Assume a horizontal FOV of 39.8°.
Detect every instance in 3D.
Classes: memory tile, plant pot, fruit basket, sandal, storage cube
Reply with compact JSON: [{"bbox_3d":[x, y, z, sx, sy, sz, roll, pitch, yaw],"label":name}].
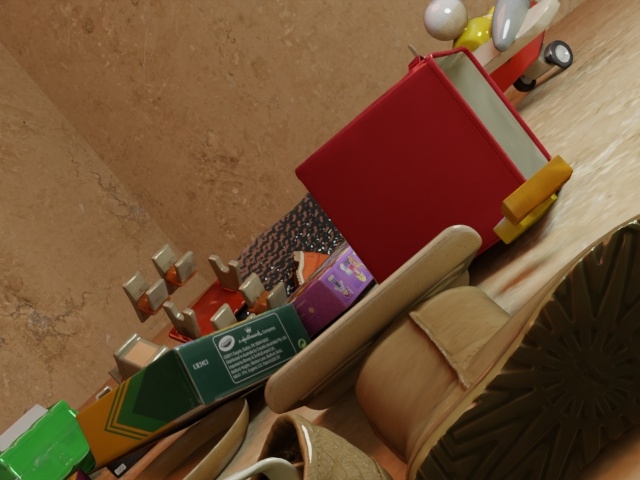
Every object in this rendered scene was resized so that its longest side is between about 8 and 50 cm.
[{"bbox_3d":[0.095,0.045,1.237,0.113,0.012,0.148,-35,8,45],"label":"memory tile"},{"bbox_3d":[-0.168,0.277,1.044,0.236,0.032,0.236,-39,5,4],"label":"plant pot"},{"bbox_3d":[-0.577,0.460,1.656,0.353,0.165,0.327,-40,4,34],"label":"fruit basket"},{"bbox_3d":[0.003,0.000,1.613,0.445,0.168,0.107,-49,-31,-21],"label":"sandal"},{"bbox_3d":[0.123,-0.075,0.962,0.193,0.215,0.184,-39,-2,25],"label":"storage cube"}]

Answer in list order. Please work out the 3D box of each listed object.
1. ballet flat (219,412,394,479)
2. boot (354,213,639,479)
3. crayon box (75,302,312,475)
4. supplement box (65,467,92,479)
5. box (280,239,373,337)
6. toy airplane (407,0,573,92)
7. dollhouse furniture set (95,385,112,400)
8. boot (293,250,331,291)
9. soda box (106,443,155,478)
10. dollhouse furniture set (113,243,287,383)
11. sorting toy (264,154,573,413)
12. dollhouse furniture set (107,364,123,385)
[{"bbox_3d":[-0.071,0.209,0.439,0.116,0.124,0.342,-35,8,46],"label":"ballet flat"},{"bbox_3d":[0.121,0.059,0.563,0.236,0.089,0.269,-39,4,1],"label":"boot"},{"bbox_3d":[-0.183,0.202,1.184,0.203,0.083,0.323,-18,-13,-48],"label":"crayon box"},{"bbox_3d":[-0.360,0.393,1.135,0.188,0.081,0.104,-41,5,-11],"label":"supplement box"},{"bbox_3d":[0.030,0.049,1.296,0.201,0.057,0.293,-42,2,42],"label":"box"},{"bbox_3d":[0.285,-0.344,1.723,0.386,0.272,0.384,-38,6,17],"label":"toy airplane"},{"bbox_3d":[-0.360,0.322,1.557,0.091,0.114,0.081,-41,9,-31],"label":"dollhouse furniture set"},{"bbox_3d":[-0.002,0.068,1.452,0.158,0.085,0.059,-94,7,-55],"label":"boot"},{"bbox_3d":[-0.290,0.312,1.459,0.169,0.053,0.060,-41,5,-19],"label":"soda box"},{"bbox_3d":[-0.209,0.152,1.448,0.262,0.135,0.259,16,49,33],"label":"dollhouse furniture set"},{"bbox_3d":[0.085,0.042,0.785,0.307,0.041,0.229,-40,-14,-1],"label":"sorting toy"},{"bbox_3d":[-0.317,0.263,1.671,0.144,0.123,0.151,-40,5,-1],"label":"dollhouse furniture set"}]
